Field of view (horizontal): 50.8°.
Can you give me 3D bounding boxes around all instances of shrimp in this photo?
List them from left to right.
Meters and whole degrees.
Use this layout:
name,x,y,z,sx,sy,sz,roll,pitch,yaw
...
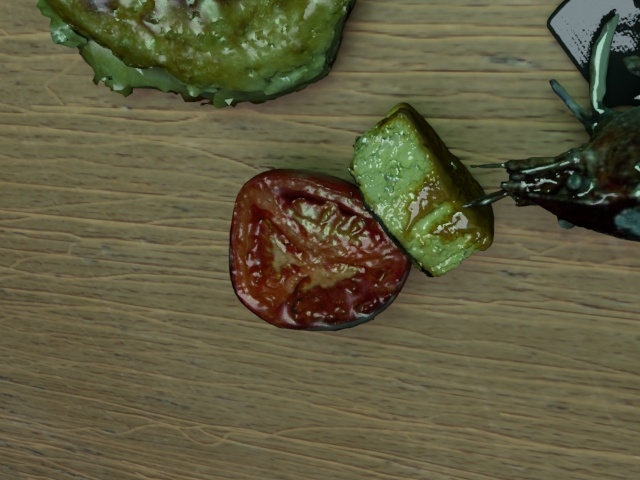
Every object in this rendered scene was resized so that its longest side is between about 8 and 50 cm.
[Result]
name,x,y,z,sx,sy,sz,roll,pitch,yaw
shrimp,0.310,-0.064,0.441,0.410,0.166,0.221,8,146,17

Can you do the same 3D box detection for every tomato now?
name,x,y,z,sx,sy,sz,roll,pitch,yaw
tomato,0.005,0.007,0.640,0.174,0.082,0.166,14,120,16

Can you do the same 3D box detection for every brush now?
name,x,y,z,sx,sy,sz,roll,pitch,yaw
brush,0.255,-0.116,0.524,0.063,0.016,0.193,-34,100,31

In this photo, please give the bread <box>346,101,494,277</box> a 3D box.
name,x,y,z,sx,sy,sz,roll,pitch,yaw
bread,0.081,-0.046,0.553,0.069,0.140,0.128,-38,104,23

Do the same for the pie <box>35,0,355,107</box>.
name,x,y,z,sx,sy,sz,roll,pitch,yaw
pie,-0.098,-0.258,0.530,0.288,0.103,0.355,23,120,0
